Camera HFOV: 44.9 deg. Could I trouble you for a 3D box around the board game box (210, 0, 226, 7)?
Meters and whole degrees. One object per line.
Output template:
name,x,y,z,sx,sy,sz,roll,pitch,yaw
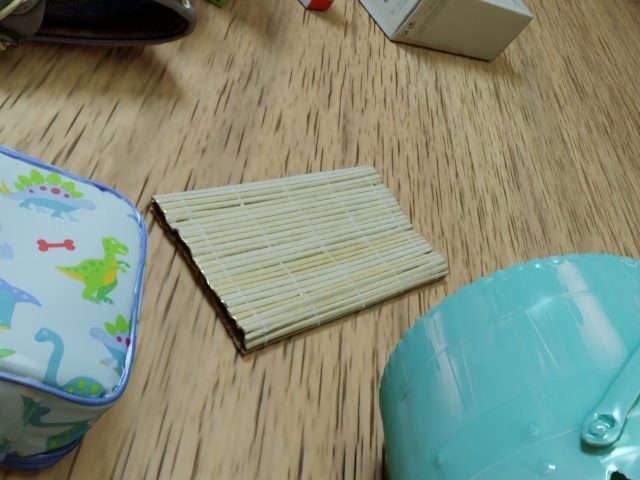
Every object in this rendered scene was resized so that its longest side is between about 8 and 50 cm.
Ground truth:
board game box,-0.083,-0.368,0.893,0.043,0.181,0.092,28,36,-21

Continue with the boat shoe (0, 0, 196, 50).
boat shoe,-0.240,-0.208,0.620,0.324,0.116,0.096,-15,73,-48

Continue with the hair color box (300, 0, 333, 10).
hair color box,-0.028,-0.412,1.078,0.053,0.093,0.167,-14,61,-51

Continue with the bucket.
bucket,0.170,0.155,0.496,0.281,0.281,0.183,23,34,-25

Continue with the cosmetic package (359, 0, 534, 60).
cosmetic package,0.200,-0.403,1.279,0.309,0.113,0.160,-3,54,-48

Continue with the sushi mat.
sushi mat,0.000,0.000,0.712,0.316,0.019,0.151,-14,61,-51

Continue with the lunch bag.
lunch bag,-0.207,0.016,0.421,0.219,0.090,0.176,22,39,-27
